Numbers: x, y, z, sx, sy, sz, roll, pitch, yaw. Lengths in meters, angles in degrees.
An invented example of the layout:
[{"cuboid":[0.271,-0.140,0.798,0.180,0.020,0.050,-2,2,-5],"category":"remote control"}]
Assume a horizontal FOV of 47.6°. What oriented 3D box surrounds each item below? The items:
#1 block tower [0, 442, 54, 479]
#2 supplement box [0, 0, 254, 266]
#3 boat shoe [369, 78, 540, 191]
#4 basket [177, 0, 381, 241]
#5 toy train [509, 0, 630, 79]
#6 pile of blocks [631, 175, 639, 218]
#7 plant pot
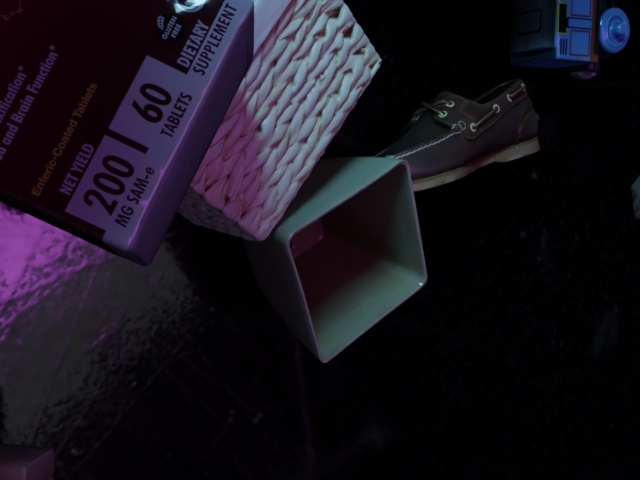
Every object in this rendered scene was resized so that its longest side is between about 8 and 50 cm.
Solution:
[{"cuboid":[-0.209,0.288,0.404,0.097,0.090,0.336,-28,120,-79],"category":"block tower"},{"cuboid":[-0.165,-0.097,0.343,0.239,0.073,0.130,24,80,-2],"category":"supplement box"},{"cuboid":[0.109,-0.090,0.615,0.207,0.073,0.073,-23,108,-39],"category":"boat shoe"},{"cuboid":[-0.055,-0.093,0.470,0.103,0.113,0.167,44,72,-36],"category":"basket"},{"cuboid":[0.235,-0.245,0.677,0.105,0.080,0.184,-4,99,-29],"category":"toy train"},{"cuboid":[0.474,-0.128,0.866,0.362,0.149,0.113,-33,158,-18],"category":"pile of blocks"},{"cuboid":[0.000,0.000,0.523,0.109,0.096,0.109,-34,128,-26],"category":"plant pot"}]
